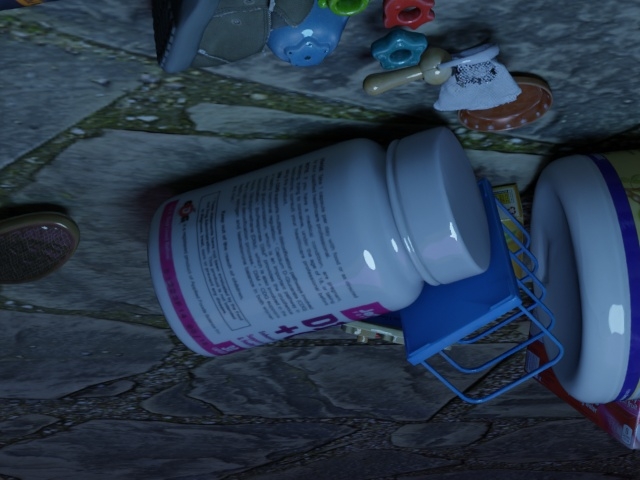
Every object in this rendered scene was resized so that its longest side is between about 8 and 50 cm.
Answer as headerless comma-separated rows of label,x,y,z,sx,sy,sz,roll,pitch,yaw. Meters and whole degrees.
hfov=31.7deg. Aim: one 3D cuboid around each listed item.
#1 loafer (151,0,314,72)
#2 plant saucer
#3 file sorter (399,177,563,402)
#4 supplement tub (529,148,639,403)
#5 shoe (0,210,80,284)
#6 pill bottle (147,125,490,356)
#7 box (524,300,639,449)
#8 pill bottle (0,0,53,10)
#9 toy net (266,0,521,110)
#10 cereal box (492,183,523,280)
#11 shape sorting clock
loafer,-0.042,-0.184,0.705,0.087,0.094,0.251,-3,166,-21
plant saucer,0.160,-0.120,0.982,0.083,0.013,0.083,-5,156,-2
file sorter,0.150,0.051,1.077,0.118,0.170,0.104,-34,124,23
supplement tub,0.388,0.023,1.084,0.331,0.241,0.241,-6,156,-2
shoe,-0.331,0.011,1.112,0.219,0.058,0.076,-20,133,19
pill bottle,0.000,0.000,1.028,0.283,0.160,0.160,-16,155,21
box,0.356,0.137,1.320,0.122,0.128,0.257,1,-167,-18
pill bottle,-0.218,-0.181,0.602,0.245,0.131,0.130,-9,156,7
toy net,0.070,-0.154,0.851,0.232,0.045,0.122,8,150,-34
cereal box,0.098,0.013,1.224,0.240,0.047,0.173,-8,155,5
shape sorting clock,0.046,0.086,1.180,0.206,0.040,0.206,11,176,1
